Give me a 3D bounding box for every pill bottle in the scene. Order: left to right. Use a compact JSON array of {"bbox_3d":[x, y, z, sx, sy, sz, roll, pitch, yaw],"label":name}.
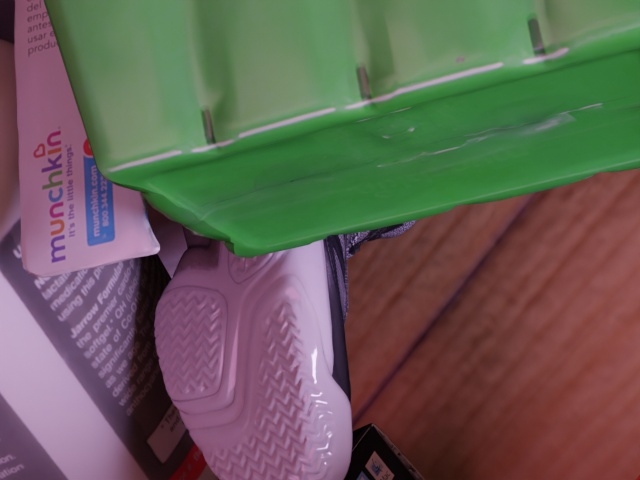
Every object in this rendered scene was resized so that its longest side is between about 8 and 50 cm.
[{"bbox_3d":[-0.175,0.015,0.541,0.176,0.176,0.318,24,149,42],"label":"pill bottle"}]

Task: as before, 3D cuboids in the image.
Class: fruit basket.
[{"bbox_3d":[0.024,-0.179,0.435,0.327,0.165,0.352,-14,63,19],"label":"fruit basket"}]

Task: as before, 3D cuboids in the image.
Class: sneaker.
[{"bbox_3d":[0.000,0.000,0.552,0.101,0.153,0.268,-39,54,37],"label":"sneaker"}]

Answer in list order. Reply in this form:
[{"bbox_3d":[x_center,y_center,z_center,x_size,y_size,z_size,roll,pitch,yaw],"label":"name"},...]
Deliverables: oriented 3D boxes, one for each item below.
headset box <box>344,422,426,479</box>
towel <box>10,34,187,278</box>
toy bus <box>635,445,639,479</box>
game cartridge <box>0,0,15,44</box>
[{"bbox_3d":[-0.079,0.248,0.552,0.283,0.246,0.131,-32,101,40],"label":"headset box"},{"bbox_3d":[-0.181,-0.123,0.720,0.317,0.053,0.331,-11,82,17],"label":"towel"},{"bbox_3d":[0.194,0.142,0.374,0.149,0.220,0.211,-58,18,25],"label":"toy bus"},{"bbox_3d":[-0.227,-0.174,0.591,0.068,0.230,0.355,28,95,24],"label":"game cartridge"}]
